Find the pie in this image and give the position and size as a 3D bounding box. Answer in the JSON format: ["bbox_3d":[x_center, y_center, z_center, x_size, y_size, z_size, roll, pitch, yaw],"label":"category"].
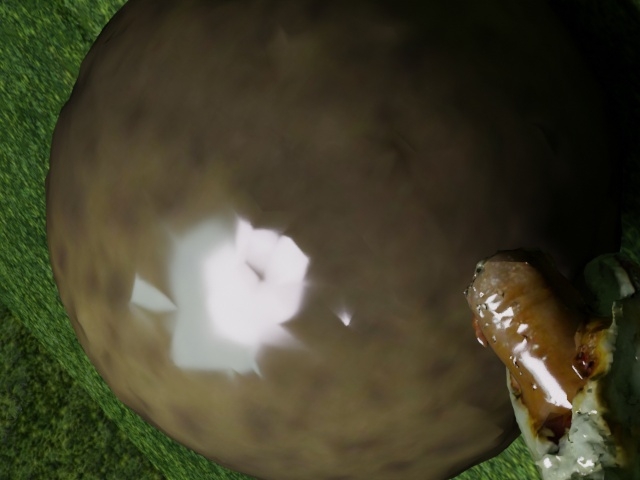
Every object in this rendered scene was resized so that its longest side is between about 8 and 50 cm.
[{"bbox_3d":[0.198,0.133,1.075,0.257,0.105,0.274,27,-143,-46],"label":"pie"}]

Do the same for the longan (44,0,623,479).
[{"bbox_3d":[0.016,-0.024,1.277,0.391,0.391,0.391,43,158,22],"label":"longan"}]
